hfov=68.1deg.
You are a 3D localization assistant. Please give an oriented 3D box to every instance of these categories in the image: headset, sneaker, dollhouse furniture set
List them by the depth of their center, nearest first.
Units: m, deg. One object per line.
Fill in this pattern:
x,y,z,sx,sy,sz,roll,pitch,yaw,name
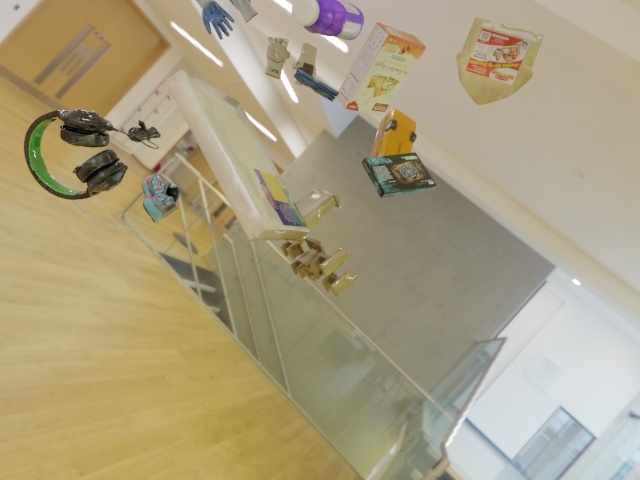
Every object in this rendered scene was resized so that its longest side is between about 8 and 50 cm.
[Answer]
-0.624,-0.242,1.279,0.185,0.394,0.243,-75,152,-72,headset
0.000,0.000,1.365,0.212,0.161,0.242,21,-37,51,dollhouse furniture set
-0.555,-0.162,1.694,0.262,0.125,0.104,-117,-176,-48,sneaker

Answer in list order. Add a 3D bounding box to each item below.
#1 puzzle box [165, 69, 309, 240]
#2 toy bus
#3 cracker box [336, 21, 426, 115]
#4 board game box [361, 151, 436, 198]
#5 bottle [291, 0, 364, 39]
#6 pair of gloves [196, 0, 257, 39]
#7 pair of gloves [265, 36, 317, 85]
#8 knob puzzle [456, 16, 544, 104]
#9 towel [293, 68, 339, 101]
-0.182,-0.184,1.121,0.409,0.052,0.272,61,16,9,puzzle box
0.247,-0.312,1.666,0.108,0.333,0.130,28,-32,-17,toy bus
0.167,-0.470,1.328,0.155,0.232,0.067,-4,51,-40,cracker box
0.218,-0.184,1.311,0.126,0.186,0.026,65,-32,24,board game box
0.019,-0.587,1.242,0.118,0.092,0.283,30,28,13,bottle
-0.295,-0.744,1.496,0.159,0.198,0.023,57,12,-15,pair of gloves
-0.128,-0.793,2.106,0.240,0.204,0.042,7,-10,-23,pair of gloves
0.435,-0.437,1.191,0.213,0.213,0.030,42,20,8,knob puzzle
-0.013,-0.388,1.189,0.119,0.029,0.067,27,14,-10,towel
